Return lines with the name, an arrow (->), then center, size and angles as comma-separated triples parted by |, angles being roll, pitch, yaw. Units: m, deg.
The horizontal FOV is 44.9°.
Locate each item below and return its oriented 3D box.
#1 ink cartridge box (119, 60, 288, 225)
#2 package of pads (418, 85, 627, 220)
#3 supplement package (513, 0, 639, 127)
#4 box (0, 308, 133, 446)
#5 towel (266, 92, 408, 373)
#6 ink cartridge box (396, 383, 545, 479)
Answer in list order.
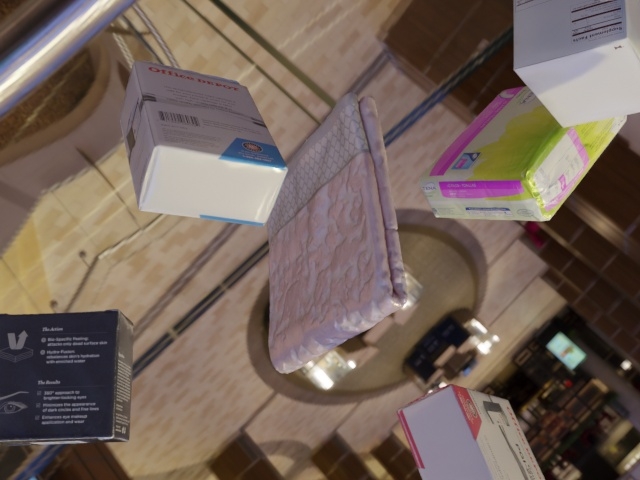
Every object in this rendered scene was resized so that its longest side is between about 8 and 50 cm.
ink cartridge box -> -0.133, -0.108, 0.838 | 0.139, 0.191, 0.082 | 8, 122, -26
package of pads -> 0.336, -0.153, 1.267 | 0.296, 0.229, 0.101 | -46, 119, -28
supplement package -> 0.368, -0.296, 1.063 | 0.149, 0.203, 0.194 | -9, 157, 35
box -> -0.321, 0.173, 0.969 | 0.155, 0.158, 0.093 | -1, 163, -1
towel -> 0.000, 0.000, 1.118 | 0.053, 0.317, 0.332 | 5, 155, -27
ink cartridge box -> 0.211, 0.290, 1.036 | 0.092, 0.159, 0.218 | -32, 150, 19
